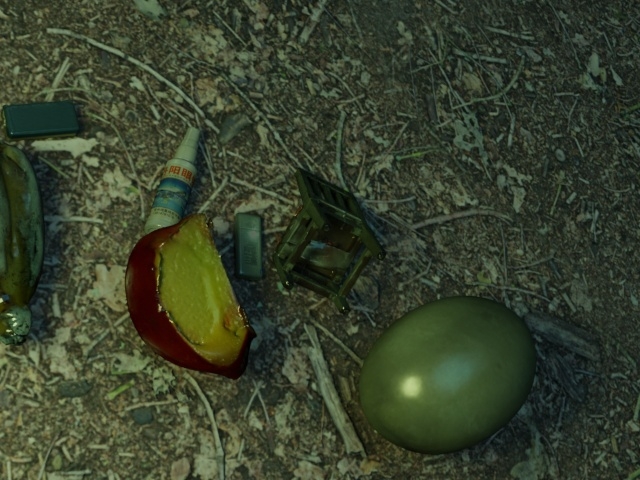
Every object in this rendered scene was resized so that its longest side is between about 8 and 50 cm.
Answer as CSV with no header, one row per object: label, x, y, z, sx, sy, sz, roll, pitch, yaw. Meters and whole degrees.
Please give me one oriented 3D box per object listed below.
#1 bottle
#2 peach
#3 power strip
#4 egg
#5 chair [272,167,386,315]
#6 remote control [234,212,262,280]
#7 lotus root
bottle,-0.248,-0.101,1.800,0.060,0.060,0.217,25,58,-20
peach,-0.222,0.112,1.668,0.158,0.154,0.267,-25,91,-36
power strip,-0.465,-0.198,1.725,0.123,0.032,0.056,-9,75,-33
egg,0.225,0.231,1.820,0.352,0.258,0.259,-17,80,-33
chair,0.000,0.000,1.876,0.136,0.147,0.270,25,16,-22
remote control,-0.127,0.010,1.848,0.053,0.018,0.125,8,66,-27
lotus root,-0.494,0.005,1.567,0.158,0.139,0.322,7,71,-55
